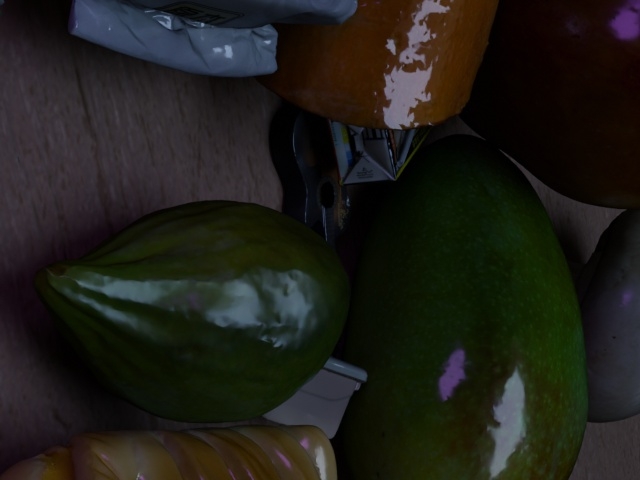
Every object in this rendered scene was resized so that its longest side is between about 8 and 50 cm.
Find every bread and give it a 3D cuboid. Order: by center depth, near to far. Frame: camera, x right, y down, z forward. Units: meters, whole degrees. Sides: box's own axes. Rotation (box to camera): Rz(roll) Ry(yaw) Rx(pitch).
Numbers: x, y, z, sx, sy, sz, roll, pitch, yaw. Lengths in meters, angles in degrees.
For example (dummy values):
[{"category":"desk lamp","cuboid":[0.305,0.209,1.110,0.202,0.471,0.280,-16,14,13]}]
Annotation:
[{"category":"bread","cuboid":[-0.112,0.211,1.178,0.311,0.121,0.173,3,130,-54]}]

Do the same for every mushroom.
[{"category":"mushroom","cuboid":[0.291,0.069,1.758,0.226,0.178,0.226,-56,166,-22]}]

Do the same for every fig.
[{"category":"fig","cuboid":[-0.089,0.057,1.202,0.233,0.167,0.167,-27,114,-43]}]

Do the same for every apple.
[{"category":"apple","cuboid":[0.252,-0.171,1.466,0.288,0.317,0.288,-19,122,-33]}]

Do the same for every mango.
[{"category":"mango","cuboid":[0.122,0.082,1.484,0.225,0.201,0.382,26,56,-34]}]

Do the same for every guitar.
[{"category":"guitar","cuboid":[0.000,0.000,1.446,0.088,0.025,0.233,-16,105,-56]}]

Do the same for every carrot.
[{"category":"carrot","cuboid":[0.056,-0.257,1.349,0.214,0.193,0.331,-47,148,-81]}]

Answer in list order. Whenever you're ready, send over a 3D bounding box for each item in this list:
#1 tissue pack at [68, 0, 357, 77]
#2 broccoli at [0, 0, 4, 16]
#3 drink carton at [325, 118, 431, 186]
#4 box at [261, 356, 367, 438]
[{"category":"tissue pack","cuboid":[-0.097,-0.188,1.187,0.229,0.159,0.145,4,96,-55]},{"category":"broccoli","cuboid":[-0.316,-0.278,0.861,0.397,0.275,0.353,-9,81,-35]},{"category":"drink carton","cuboid":[0.055,-0.106,1.460,0.165,0.056,0.071,-53,137,-62]},{"category":"box","cuboid":[-0.033,0.108,1.354,0.122,0.089,0.062,27,79,-52]}]
